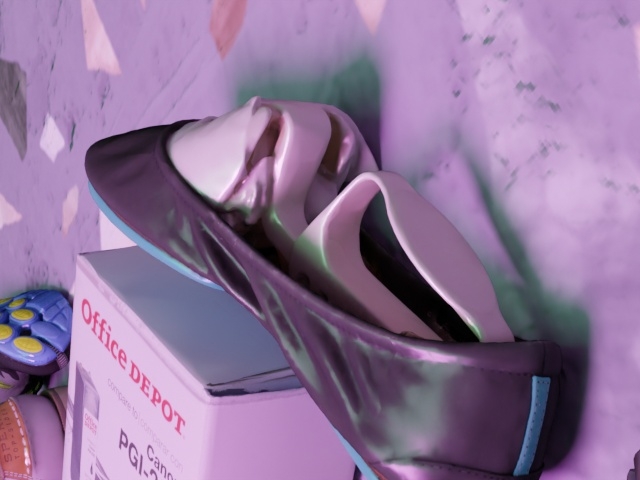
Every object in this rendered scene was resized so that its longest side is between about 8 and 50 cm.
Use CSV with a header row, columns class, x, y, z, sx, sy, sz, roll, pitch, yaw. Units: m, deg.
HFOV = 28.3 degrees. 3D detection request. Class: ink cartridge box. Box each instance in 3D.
class,x,y,z,sx,sy,sz,roll,pitch,yaw
ink cartridge box,-0.064,0.127,0.650,0.158,0.092,0.217,37,124,49

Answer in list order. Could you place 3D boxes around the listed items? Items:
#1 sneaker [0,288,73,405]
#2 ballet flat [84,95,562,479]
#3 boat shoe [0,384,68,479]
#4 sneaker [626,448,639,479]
class,x,y,z,sx,sy,sz,roll,pitch,yaw
sneaker,-0.221,0.083,0.935,0.188,0.067,0.078,-10,109,57
ballet flat,0.000,0.000,0.536,0.280,0.095,0.096,40,119,35
boat shoe,-0.251,0.215,0.954,0.113,0.103,0.302,60,141,34
sneaker,0.164,0.054,0.208,0.283,0.122,0.110,162,97,-74
